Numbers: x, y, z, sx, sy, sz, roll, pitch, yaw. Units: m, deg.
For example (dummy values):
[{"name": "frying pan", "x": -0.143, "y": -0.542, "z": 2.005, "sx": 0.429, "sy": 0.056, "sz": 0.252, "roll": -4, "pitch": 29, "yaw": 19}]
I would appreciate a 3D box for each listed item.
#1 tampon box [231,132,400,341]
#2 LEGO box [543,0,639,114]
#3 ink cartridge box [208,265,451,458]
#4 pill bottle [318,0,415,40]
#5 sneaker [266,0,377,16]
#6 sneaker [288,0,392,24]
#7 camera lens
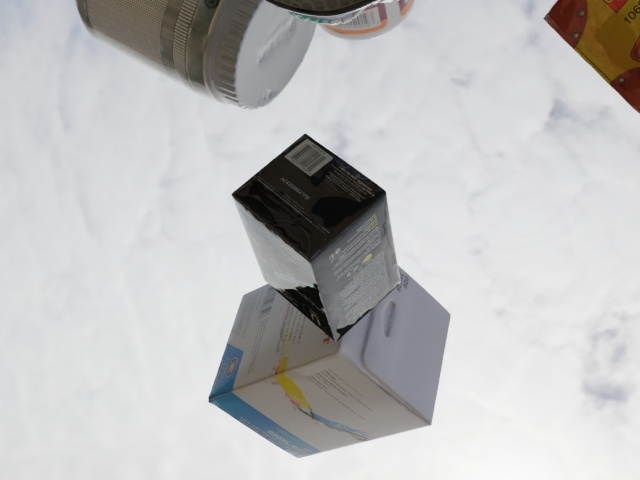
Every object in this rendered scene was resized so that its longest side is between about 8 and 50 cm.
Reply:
[{"name": "tampon box", "x": 0.000, "y": 0.000, "z": 0.836, "sx": 0.120, "sy": 0.101, "sz": 0.161, "roll": 39, "pitch": -20, "yaw": 30}, {"name": "LEGO box", "x": 0.569, "y": -0.375, "z": 0.969, "sx": 0.500, "sy": 0.372, "sz": 0.193, "roll": -52, "pitch": -122, "yaw": 31}, {"name": "ink cartridge box", "x": 0.014, "y": 0.142, "z": 1.029, "sx": 0.232, "sy": 0.168, "sz": 0.171, "roll": -26, "pitch": -145, "yaw": 40}, {"name": "pill bottle", "x": 0.050, "y": -0.568, "z": 1.503, "sx": 0.224, "sy": 0.224, "sz": 0.392, "roll": 54, "pitch": -6, "yaw": 26}, {"name": "sneaker", "x": 0.058, "y": -0.258, "z": 0.708, "sx": 0.226, "sy": 0.163, "sz": 0.086, "roll": -3, "pitch": -62, "yaw": 18}, {"name": "sneaker", "x": 0.030, "y": -0.268, "z": 0.822, "sx": 0.065, "sy": 0.166, "sz": 0.076, "roll": 29, "pitch": -42, "yaw": 36}, {"name": "camera lens", "x": -0.165, "y": -0.318, "z": 1.093, "sx": 0.274, "sy": 0.219, "sz": 0.219, "roll": 29, "pitch": -62, "yaw": 17}]
